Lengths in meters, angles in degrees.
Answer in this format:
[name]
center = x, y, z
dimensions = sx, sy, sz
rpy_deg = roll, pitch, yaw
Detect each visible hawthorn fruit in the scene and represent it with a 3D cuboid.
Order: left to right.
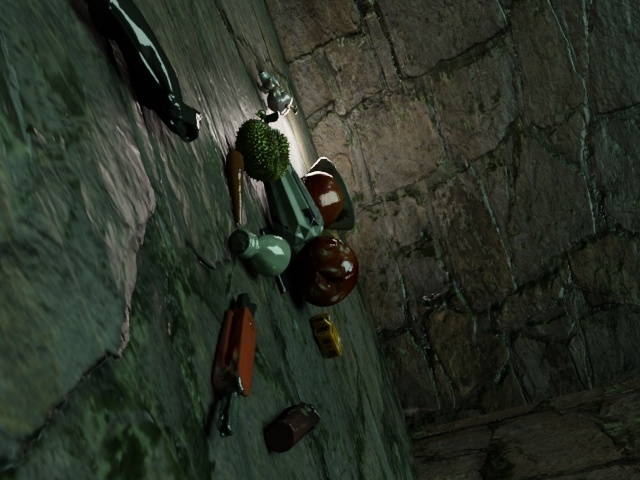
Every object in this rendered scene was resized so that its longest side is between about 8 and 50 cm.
[hawthorn fruit]
center = -0.035, -0.134, 1.632
dimensions = 0.260, 0.223, 0.224
rpy_deg = -36, 109, -54

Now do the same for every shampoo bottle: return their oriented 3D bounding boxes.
[shampoo bottle]
center = -0.050, 0.398, 0.952
dimensions = 0.068, 0.067, 0.236
rpy_deg = 65, 8, 13

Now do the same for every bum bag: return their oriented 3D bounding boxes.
[bum bag]
center = -0.311, -0.317, 0.761
dimensions = 0.142, 0.079, 0.327
rpy_deg = -106, 171, -60

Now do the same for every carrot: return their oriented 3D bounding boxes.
[carrot]
center = -0.211, -0.135, 1.098
dimensions = 0.048, 0.048, 0.217
rpy_deg = 53, 26, -64

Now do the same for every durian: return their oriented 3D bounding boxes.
[durian]
center = -0.172, -0.255, 1.235
dimensions = 0.159, 0.145, 0.198
rpy_deg = -41, 109, -50

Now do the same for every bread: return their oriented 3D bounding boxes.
[bread]
center = 0.000, 0.000, 1.802
dimensions = 0.122, 0.149, 0.073
rpy_deg = -62, 158, -10

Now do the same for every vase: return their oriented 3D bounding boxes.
[vase]
center = -0.114, -0.164, 1.377
dimensions = 0.165, 0.164, 0.361
rpy_deg = -3, 72, -80

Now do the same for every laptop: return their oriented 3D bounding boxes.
[laptop]
center = -0.128, 0.053, 1.297
dimensions = 0.135, 0.016, 0.198
rpy_deg = -48, 120, -81

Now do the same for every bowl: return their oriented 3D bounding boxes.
[bowl]
center = 0.000, -0.169, 1.866
dimensions = 0.337, 0.157, 0.337
rpy_deg = 57, -17, 29

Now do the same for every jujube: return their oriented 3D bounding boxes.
[jujube]
center = 0.014, 0.090, 1.453
dimensions = 0.318, 0.222, 0.223
rpy_deg = -104, 174, -76

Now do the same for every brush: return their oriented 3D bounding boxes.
[brush]
center = -0.153, 0.207, 0.783
dimensions = 0.323, 0.051, 0.071
rpy_deg = -97, 172, -61

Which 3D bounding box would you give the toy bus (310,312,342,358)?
[toy bus]
center = 0.021, 0.325, 1.488
dimensions = 0.074, 0.069, 0.162
rpy_deg = -89, 160, -57

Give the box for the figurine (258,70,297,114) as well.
[figurine]
center = -0.196, -0.631, 1.901
dimensions = 0.229, 0.111, 0.137
rpy_deg = 54, 8, -22

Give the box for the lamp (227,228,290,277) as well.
[lamp]
center = -0.142, 0.025, 1.036
dimensions = 0.193, 0.106, 0.106
rpy_deg = 35, 38, -60
